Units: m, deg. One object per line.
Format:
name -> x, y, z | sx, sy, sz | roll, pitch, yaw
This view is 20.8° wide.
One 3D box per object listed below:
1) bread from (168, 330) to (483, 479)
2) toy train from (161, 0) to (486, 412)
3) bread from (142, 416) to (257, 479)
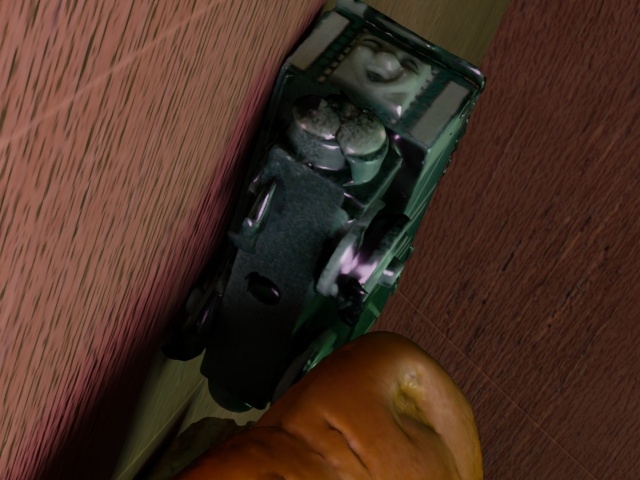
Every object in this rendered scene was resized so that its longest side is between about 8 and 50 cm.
bread -> -0.049, 0.222, 0.928 | 0.328, 0.148, 0.337 | -33, 164, -45
toy train -> 0.000, 0.000, 1.005 | 0.154, 0.115, 0.269 | -52, 168, -39
bread -> -0.095, 0.219, 1.262 | 0.138, 0.102, 0.196 | -63, 179, 29
